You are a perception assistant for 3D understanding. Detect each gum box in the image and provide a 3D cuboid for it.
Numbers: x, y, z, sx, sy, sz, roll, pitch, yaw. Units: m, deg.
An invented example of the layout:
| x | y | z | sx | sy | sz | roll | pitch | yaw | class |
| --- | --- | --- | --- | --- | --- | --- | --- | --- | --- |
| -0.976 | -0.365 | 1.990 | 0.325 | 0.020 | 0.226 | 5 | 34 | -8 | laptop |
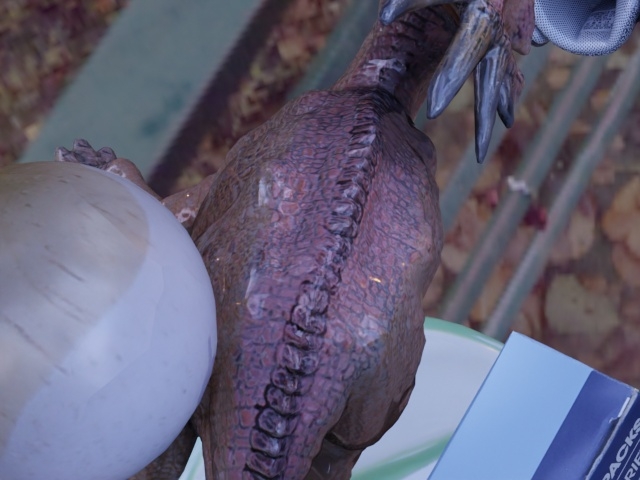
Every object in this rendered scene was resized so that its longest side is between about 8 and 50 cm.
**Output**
| x | y | z | sx | sy | sz | roll | pitch | yaw | class |
| --- | --- | --- | --- | --- | --- | --- | --- | --- | --- |
| 0.059 | 0.129 | 0.508 | 0.041 | 0.184 | 0.157 | 26 | 81 | 32 | gum box |

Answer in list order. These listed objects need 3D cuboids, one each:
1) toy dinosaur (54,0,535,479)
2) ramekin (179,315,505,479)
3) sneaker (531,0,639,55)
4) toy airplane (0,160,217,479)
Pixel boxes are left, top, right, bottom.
| x | y | z | sx | sy | sz | roll | pitch | yaw | class |
| --- | --- | --- | --- | --- | --- | --- | --- | --- | --- |
| 0.000 | 0.000 | 0.563 | 0.127 | 0.200 | 0.296 | 23 | 46 | -19 | toy dinosaur |
| 0.018 | 0.180 | 0.928 | 0.303 | 0.148 | 0.303 | 6 | 76 | -23 | ramekin |
| 0.177 | -0.153 | 1.053 | 0.101 | 0.268 | 0.153 | -5 | 56 | 33 | sneaker |
| -0.147 | 0.004 | 0.412 | 0.272 | 0.386 | 0.384 | 22 | 85 | -21 | toy airplane |
